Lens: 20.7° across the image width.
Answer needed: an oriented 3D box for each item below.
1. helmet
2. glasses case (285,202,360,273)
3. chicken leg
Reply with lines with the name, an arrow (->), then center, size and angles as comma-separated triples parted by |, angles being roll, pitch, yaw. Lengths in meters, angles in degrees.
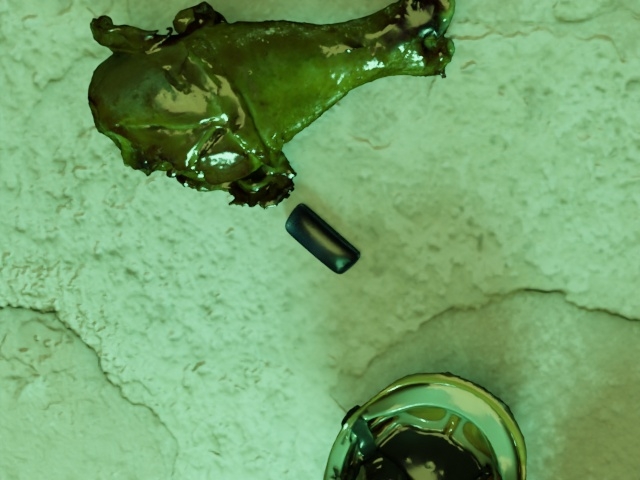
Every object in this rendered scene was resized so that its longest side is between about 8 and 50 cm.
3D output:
helmet -> 0.103, 0.234, 1.728 | 0.198, 0.130, 0.224 | 29, 93, 3
glasses case -> 0.000, 0.000, 1.770 | 0.083, 0.023, 0.033 | 41, 102, 5
chicken leg -> -0.044, -0.135, 1.705 | 0.361, 0.140, 0.211 | -5, 121, 1
